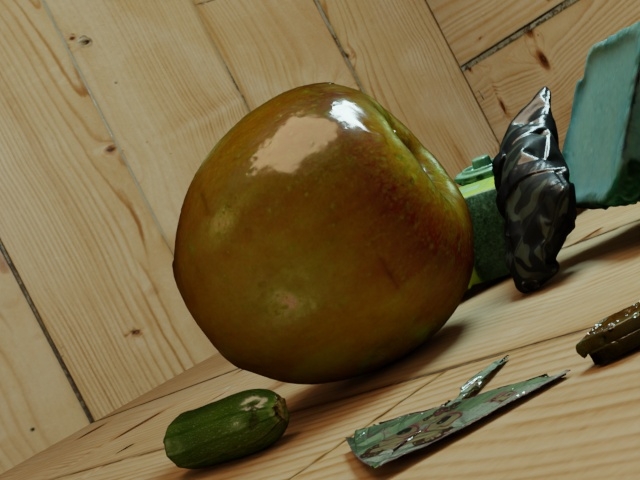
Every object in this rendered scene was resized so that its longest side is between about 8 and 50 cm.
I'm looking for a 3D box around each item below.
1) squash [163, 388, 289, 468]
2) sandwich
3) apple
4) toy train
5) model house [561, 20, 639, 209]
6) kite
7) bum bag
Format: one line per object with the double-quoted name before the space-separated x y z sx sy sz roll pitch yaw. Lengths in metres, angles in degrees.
"squash" -0.113 0.215 1.222 0.219 0.068 0.077 -26 17 49
"sandwich" 0.238 0.061 0.816 0.101 0.026 0.069 -28 1 5
"apple" 0.000 0.000 1.351 0.374 0.374 0.384 -27 15 10
"toy train" 0.155 0.006 1.685 0.442 0.179 0.272 -18 8 21
"model house" 0.459 -0.130 1.339 0.249 0.230 0.280 11 2 -3
"kite" 0.109 0.135 0.889 0.229 0.012 0.250 -23 2 35
"bum bag" 0.273 -0.078 1.406 0.340 0.095 0.144 -80 5 -55
